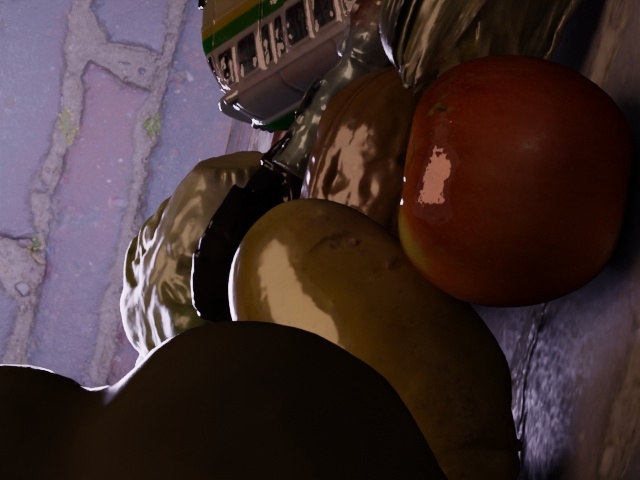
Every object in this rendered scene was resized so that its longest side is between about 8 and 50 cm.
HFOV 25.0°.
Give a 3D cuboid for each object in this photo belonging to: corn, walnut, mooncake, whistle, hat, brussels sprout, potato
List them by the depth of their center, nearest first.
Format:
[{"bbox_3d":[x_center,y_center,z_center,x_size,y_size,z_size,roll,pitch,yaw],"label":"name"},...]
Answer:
[{"bbox_3d":[-0.069,0.280,0.770,0.262,0.467,0.467,-87,13,-60],"label":"mooncake"},{"bbox_3d":[0.042,0.104,0.967,0.173,0.140,0.300,-49,59,34],"label":"potato"},{"bbox_3d":[0.136,-0.244,1.009,0.122,0.123,0.305,-136,59,-62],"label":"corn"},{"bbox_3d":[0.064,-0.033,1.114,0.167,0.167,0.207,-148,71,-79],"label":"walnut"},{"bbox_3d":[0.068,-0.203,1.214,0.346,0.142,0.133,-59,-31,0],"label":"whistle"},{"bbox_3d":[0.023,0.012,1.387,0.238,0.209,0.336,-57,-5,7],"label":"hat"},{"bbox_3d":[-0.119,0.052,1.747,0.274,0.242,0.317,136,135,-77],"label":"brussels sprout"}]

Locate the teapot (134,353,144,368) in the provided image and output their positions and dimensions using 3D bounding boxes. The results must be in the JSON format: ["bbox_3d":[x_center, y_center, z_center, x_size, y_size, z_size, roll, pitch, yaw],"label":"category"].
[{"bbox_3d":[-0.158,0.224,2.025,0.251,0.183,0.183,-125,46,-59],"label":"teapot"}]

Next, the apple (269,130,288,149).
[{"bbox_3d":[0.001,-0.098,1.618,0.153,0.120,0.153,-170,90,-87],"label":"apple"}]

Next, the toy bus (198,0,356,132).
[{"bbox_3d":[0.007,-0.219,1.438,0.305,0.143,0.179,-22,62,51],"label":"toy bus"}]

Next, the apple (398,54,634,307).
[{"bbox_3d":[0.121,-0.036,0.902,0.163,0.139,0.163,7,-90,-87],"label":"apple"}]
